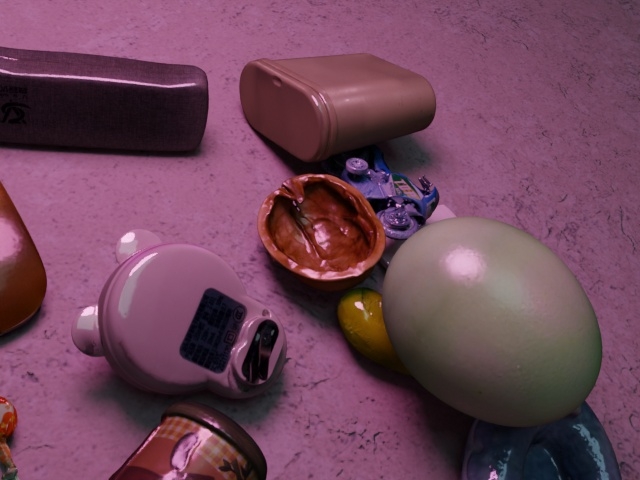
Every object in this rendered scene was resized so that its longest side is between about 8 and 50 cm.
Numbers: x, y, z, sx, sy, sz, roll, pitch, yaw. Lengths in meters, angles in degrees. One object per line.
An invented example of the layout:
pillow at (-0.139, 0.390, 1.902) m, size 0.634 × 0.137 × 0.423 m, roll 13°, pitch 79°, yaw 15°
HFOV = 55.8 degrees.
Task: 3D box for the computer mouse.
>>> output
computer mouse at (-0.458, -0.014, 0.737) m, size 0.158 × 0.071 × 0.310 m, roll -25°, pitch 68°, yaw -30°

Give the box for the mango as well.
mango at (0.089, 0.132, 0.825) m, size 0.165 × 0.074 × 0.091 m, roll 43°, pitch 46°, yaw -2°

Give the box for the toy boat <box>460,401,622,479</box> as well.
toy boat at (0.281, 0.313, 0.729) m, size 0.215 × 0.123 × 0.329 m, roll 19°, pitch 53°, yaw -4°

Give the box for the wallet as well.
wallet at (0.169, 0.009, 0.965) m, size 0.183 × 0.031 × 0.124 m, roll -22°, pitch 59°, yaw -29°

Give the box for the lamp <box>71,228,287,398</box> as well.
lamp at (-0.157, 0.104, 0.731) m, size 0.246 × 0.108 × 0.179 m, roll 30°, pitch 67°, yaw -19°

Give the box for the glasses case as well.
glasses case at (-0.328, -0.201, 0.878) m, size 0.324 × 0.131 × 0.074 m, roll 0°, pitch 47°, yaw -19°

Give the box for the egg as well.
egg at (0.198, 0.095, 0.717) m, size 0.220 × 0.220 × 0.269 m, roll -32°, pitch 75°, yaw -34°

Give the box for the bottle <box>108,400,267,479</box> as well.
bottle at (-0.168, 0.296, 0.572) m, size 0.156 × 0.143 × 0.271 m, roll 16°, pitch 44°, yaw 25°

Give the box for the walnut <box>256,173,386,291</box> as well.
walnut at (0.001, 0.003, 0.869) m, size 0.167 × 0.087 × 0.211 m, roll -21°, pitch 51°, yaw -16°

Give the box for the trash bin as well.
trash bin at (0.027, -0.233, 1.008) m, size 0.248 × 0.121 × 0.243 m, roll -18°, pitch 39°, yaw -34°

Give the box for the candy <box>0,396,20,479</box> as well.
candy at (-0.318, 0.244, 0.626) m, size 0.056 × 0.049 × 0.184 m, roll -33°, pitch 75°, yaw -3°

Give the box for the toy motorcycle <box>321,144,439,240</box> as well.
toy motorcycle at (0.100, -0.085, 0.961) m, size 0.136 × 0.092 × 0.254 m, roll -11°, pitch 42°, yaw -25°
